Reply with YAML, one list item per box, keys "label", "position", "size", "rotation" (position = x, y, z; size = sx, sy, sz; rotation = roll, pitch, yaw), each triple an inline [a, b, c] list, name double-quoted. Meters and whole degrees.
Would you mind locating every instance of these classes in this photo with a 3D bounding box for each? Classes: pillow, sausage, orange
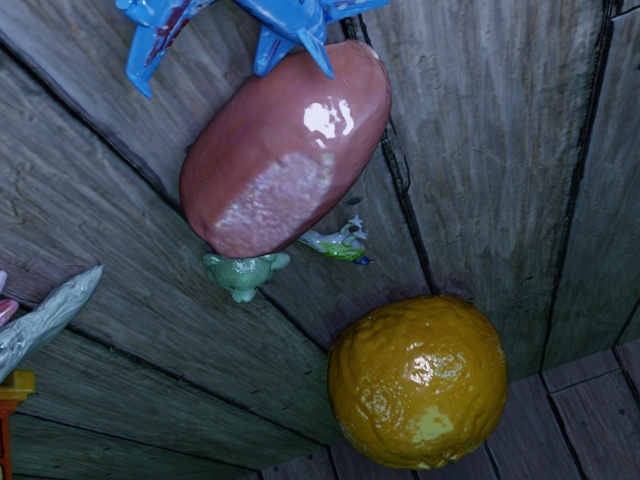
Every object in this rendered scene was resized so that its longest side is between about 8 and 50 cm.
- label: "pillow"
  position: [-0.344, 0.114, 0.902]
  size: [0.148, 0.050, 0.229]
  rotation: [-34, -172, 35]
- label: "sausage"
  position: [-0.041, -0.076, 0.722]
  size: [0.148, 0.148, 0.254]
  rotation: [2, 148, -38]
- label: "orange"
  position: [0.179, 0.264, 1.429]
  size: [0.341, 0.293, 0.340]
  rotation: [-16, 158, -7]

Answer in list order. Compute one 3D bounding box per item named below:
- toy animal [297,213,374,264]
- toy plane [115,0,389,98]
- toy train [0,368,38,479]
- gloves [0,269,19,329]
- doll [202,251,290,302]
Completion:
- label: "toy animal"
  position: [0.014, -0.007, 1.038]
  size: [0.075, 0.041, 0.217]
  rotation: [-30, 149, 29]
- label: "toy plane"
  position: [-0.052, -0.188, 0.508]
  size: [0.254, 0.105, 0.271]
  rotation: [-27, 154, 17]
- label: "toy train"
  position: [-0.500, 0.217, 0.912]
  size: [0.163, 0.231, 0.369]
  rotation: [-34, 151, 34]
- label: "gloves"
  position: [-0.433, 0.101, 0.824]
  size: [0.241, 0.126, 0.145]
  rotation: [0, 152, -44]
- label: "doll"
  position: [-0.095, 0.047, 1.044]
  size: [0.115, 0.077, 0.150]
  rotation: [-9, 168, 4]
